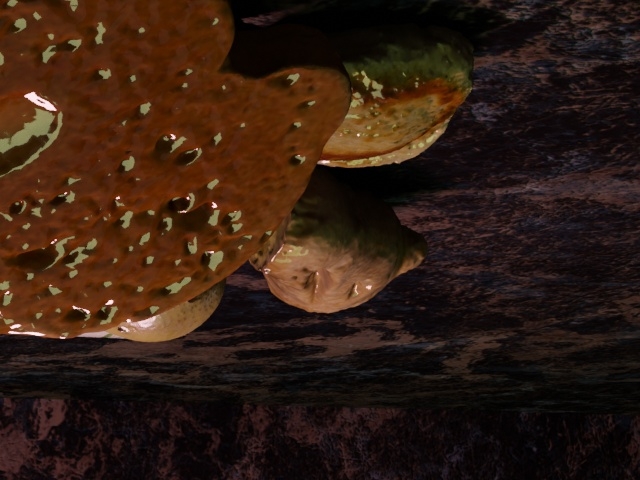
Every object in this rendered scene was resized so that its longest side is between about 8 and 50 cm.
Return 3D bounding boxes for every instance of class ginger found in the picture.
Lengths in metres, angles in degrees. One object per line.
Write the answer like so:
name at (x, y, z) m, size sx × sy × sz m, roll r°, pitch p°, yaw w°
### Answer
ginger at (0.000, 0.000, 1.980) m, size 0.189 × 0.126 × 0.354 m, roll 2°, pitch 172°, yaw 14°

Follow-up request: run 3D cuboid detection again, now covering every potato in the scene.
potato at (-0.199, 0.034, 2.152) m, size 0.194 × 0.157 × 0.157 m, roll 8°, pitch 175°, yaw 31°

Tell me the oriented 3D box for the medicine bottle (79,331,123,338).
medicine bottle at (-0.337, 0.057, 2.303) m, size 0.296 × 0.111 × 0.161 m, roll 5°, pitch 168°, yaw -23°

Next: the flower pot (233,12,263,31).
flower pot at (-0.084, -0.128, 1.411) m, size 0.111 × 0.111 × 0.089 m, roll -4°, pitch 154°, yaw 16°

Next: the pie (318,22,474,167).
pie at (0.027, -0.108, 1.534) m, size 0.178 × 0.084 × 0.205 m, roll 1°, pitch 166°, yaw -9°

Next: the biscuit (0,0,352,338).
biscuit at (-0.199, -0.074, 1.277) m, size 0.350 × 0.078 × 0.455 m, roll -42°, pitch 141°, yaw 14°
